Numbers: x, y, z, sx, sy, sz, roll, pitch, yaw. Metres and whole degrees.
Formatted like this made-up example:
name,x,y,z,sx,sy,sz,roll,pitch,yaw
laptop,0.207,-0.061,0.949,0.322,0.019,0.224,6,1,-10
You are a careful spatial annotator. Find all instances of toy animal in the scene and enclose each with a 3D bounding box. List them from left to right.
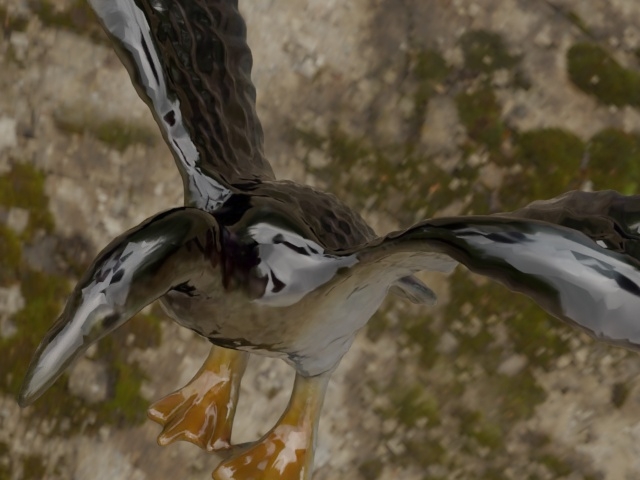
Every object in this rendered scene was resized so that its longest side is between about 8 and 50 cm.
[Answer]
name,x,y,z,sx,sy,sz,roll,pitch,yaw
toy animal,-0.005,0.013,0.437,0.272,0.160,0.197,31,51,17
